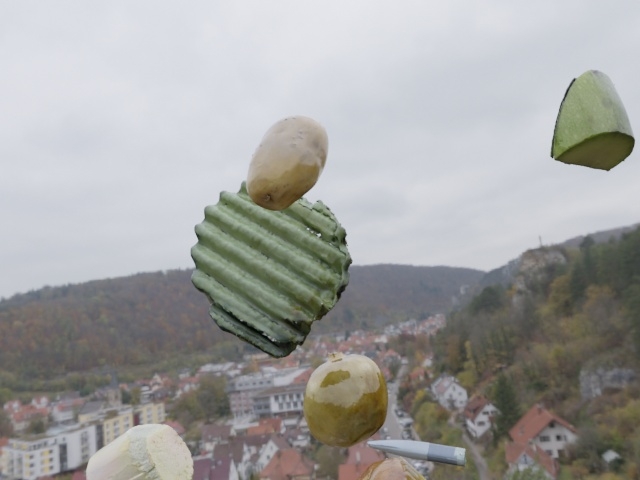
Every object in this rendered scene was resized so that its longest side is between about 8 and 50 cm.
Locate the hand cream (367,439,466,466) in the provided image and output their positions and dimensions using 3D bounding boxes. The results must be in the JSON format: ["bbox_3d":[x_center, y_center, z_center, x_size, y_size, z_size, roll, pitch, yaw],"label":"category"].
[{"bbox_3d":[0.249,0.551,1.326,0.255,0.048,0.079,-1,-28,20],"label":"hand cream"}]

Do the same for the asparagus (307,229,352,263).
[{"bbox_3d":[0.000,0.000,1.513,0.232,0.023,0.022,36,-18,-3],"label":"asparagus"}]

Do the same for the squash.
[{"bbox_3d":[0.535,-0.228,0.947,0.191,0.184,0.085,2,9,-29],"label":"squash"}]

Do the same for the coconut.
[{"bbox_3d":[-0.475,0.613,1.304,0.244,0.239,0.239,-36,-15,6],"label":"coconut"}]

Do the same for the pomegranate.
[{"bbox_3d":[0.065,0.397,1.265,0.233,0.233,0.233,-7,-10,-1],"label":"pomegranate"}]

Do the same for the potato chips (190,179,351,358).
[{"bbox_3d":[-0.128,0.044,1.130,0.429,0.359,0.070,30,-2,29],"label":"potato chips"}]

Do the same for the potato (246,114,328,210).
[{"bbox_3d":[-0.050,-0.128,0.813,0.109,0.178,0.118,34,-30,-23],"label":"potato"}]

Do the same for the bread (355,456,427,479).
[{"bbox_3d":[0.091,0.495,0.801,0.204,0.156,0.288,-49,5,46],"label":"bread"}]
